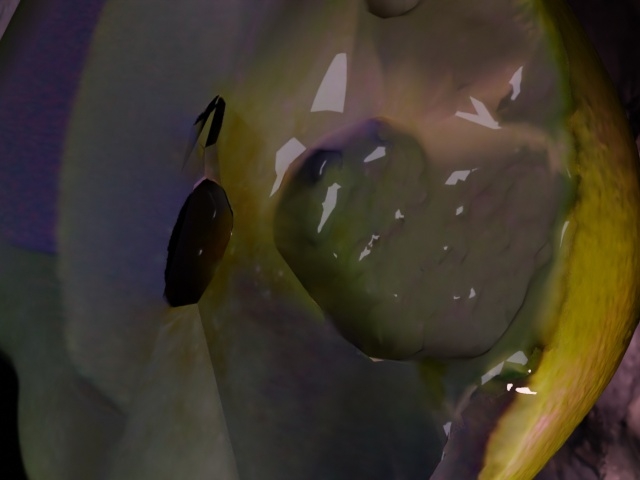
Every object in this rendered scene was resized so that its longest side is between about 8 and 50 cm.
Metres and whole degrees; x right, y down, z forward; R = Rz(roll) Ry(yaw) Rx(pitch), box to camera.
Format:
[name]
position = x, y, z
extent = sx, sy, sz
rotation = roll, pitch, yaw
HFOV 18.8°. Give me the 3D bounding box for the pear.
[pear]
position = 0.004, -0.003, 0.926
extent = 0.398, 0.165, 0.399
rotation = -14, 69, 41
